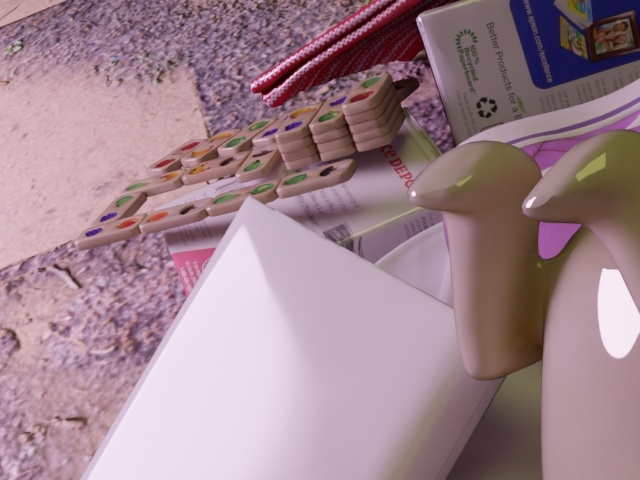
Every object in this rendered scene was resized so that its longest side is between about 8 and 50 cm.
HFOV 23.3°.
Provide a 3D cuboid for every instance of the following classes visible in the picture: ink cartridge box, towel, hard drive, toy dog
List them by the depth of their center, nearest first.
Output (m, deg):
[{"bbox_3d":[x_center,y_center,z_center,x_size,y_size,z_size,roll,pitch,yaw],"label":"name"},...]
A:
[{"bbox_3d":[0.230,0.048,0.688,0.395,0.408,0.284,13,-7,-6],"label":"toy dog"},{"bbox_3d":[-0.058,0.166,0.891,0.233,0.047,0.353,29,89,49],"label":"hard drive"},{"bbox_3d":[0.272,-0.140,1.162,0.370,0.176,0.069,-17,6,8],"label":"ink cartridge box"},{"bbox_3d":[0.000,0.000,1.190,0.217,0.092,0.158,-25,34,-3],"label":"ink cartridge box"},{"bbox_3d":[0.081,-0.186,1.295,0.199,0.031,0.275,-30,-1,32],"label":"towel"}]

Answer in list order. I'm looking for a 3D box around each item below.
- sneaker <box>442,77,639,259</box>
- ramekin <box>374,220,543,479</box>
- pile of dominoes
[{"bbox_3d":[0.211,-0.022,0.895,0.282,0.102,0.161,-24,37,14],"label":"sneaker"},{"bbox_3d":[0.137,0.099,0.956,0.272,0.127,0.273,-13,36,10],"label":"ramekin"},{"bbox_3d":[-0.057,-0.076,1.212,0.251,0.040,0.196,-13,21,22],"label":"pile of dominoes"}]
